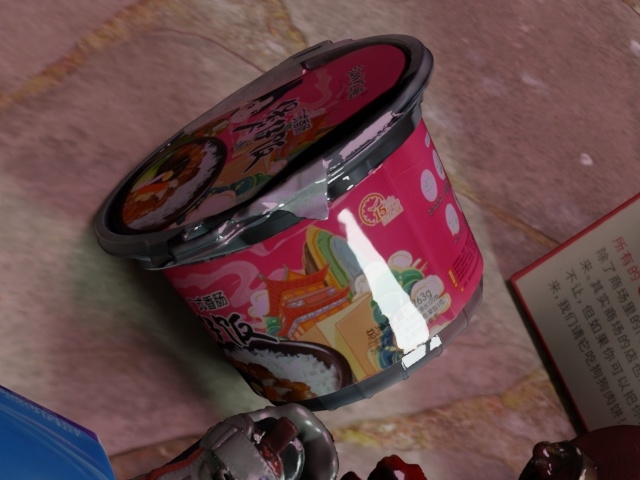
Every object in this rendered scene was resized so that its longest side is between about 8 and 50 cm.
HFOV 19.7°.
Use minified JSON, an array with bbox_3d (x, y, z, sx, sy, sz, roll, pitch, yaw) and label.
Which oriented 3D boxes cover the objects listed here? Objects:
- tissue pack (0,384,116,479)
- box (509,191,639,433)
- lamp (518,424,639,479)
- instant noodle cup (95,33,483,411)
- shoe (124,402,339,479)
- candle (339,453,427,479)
[{"bbox_3d":[-0.231,0.131,0.886,0.263,0.146,0.198,33,13,-30],"label":"tissue pack"},{"bbox_3d":[0.407,0.081,1.607,0.300,0.312,0.314,-5,65,-50],"label":"box"},{"bbox_3d":[0.248,0.246,1.410,0.258,0.180,0.180,35,39,-24],"label":"lamp"},{"bbox_3d":[0.000,0.000,1.264,0.182,0.258,0.302,59,38,-19],"label":"instant noodle cup"},{"bbox_3d":[-0.055,0.165,1.140,0.227,0.125,0.099,-23,83,-57],"label":"shoe"},{"bbox_3d":[0.101,0.266,1.139,0.084,0.059,0.302,-31,71,-14],"label":"candle"}]
